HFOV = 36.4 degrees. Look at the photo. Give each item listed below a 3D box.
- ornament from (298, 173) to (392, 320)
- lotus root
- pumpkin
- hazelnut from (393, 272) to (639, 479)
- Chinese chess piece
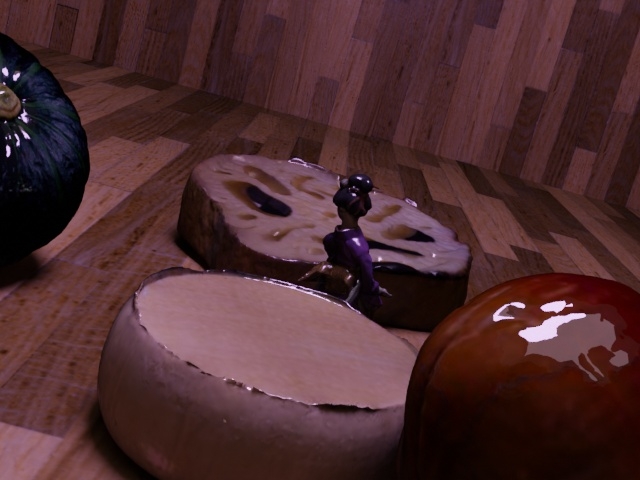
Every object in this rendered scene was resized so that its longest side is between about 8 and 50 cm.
[{"bbox_3d":[0.019,0.037,0.902,0.088,0.203,0.081,11,7,-9],"label":"ornament"},{"bbox_3d":[0.000,0.000,1.221,0.390,0.111,0.375,24,17,19],"label":"lotus root"},{"bbox_3d":[-0.364,-0.076,0.949,0.248,0.248,0.248,15,14,-4],"label":"pumpkin"},{"bbox_3d":[0.147,0.143,0.614,0.229,0.229,0.229,15,14,-4],"label":"hazelnut"},{"bbox_3d":[-0.042,0.109,0.741,0.250,0.103,0.250,15,14,-4],"label":"Chinese chess piece"}]
